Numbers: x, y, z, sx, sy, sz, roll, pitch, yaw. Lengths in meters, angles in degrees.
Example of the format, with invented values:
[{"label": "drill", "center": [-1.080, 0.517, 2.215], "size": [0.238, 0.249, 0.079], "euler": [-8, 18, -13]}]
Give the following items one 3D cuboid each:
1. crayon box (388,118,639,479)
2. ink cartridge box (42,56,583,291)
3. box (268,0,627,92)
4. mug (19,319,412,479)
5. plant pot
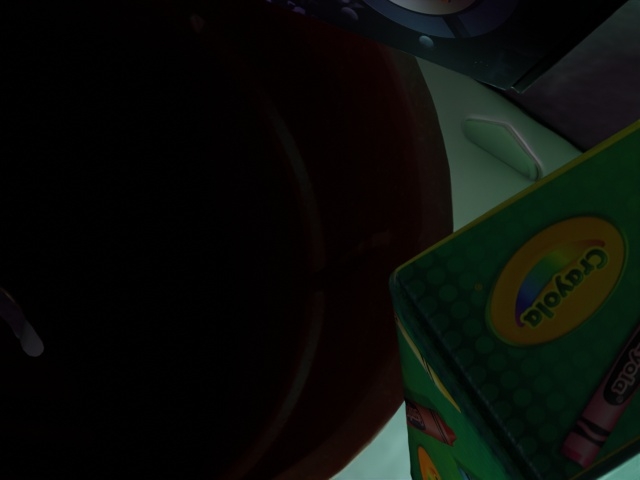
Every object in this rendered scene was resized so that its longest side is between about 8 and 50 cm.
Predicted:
[{"label": "crayon box", "center": [0.158, 0.002, 0.584], "size": [0.278, 0.081, 0.165], "euler": [-31, 157, -9]}, {"label": "ink cartridge box", "center": [0.000, 0.000, 0.856], "size": [0.158, 0.092, 0.218], "euler": [30, 150, -33]}, {"label": "box", "center": [0.017, -0.131, 0.568], "size": [0.180, 0.077, 0.147], "euler": [19, 157, -14]}, {"label": "mug", "center": [-0.114, 0.195, 1.056], "size": [0.374, 0.328, 0.276], "euler": [17, 156, -8]}, {"label": "plant pot", "center": [-0.134, 0.018, 0.700], "size": [0.272, 0.272, 0.265], "euler": [21, 148, -17]}]
